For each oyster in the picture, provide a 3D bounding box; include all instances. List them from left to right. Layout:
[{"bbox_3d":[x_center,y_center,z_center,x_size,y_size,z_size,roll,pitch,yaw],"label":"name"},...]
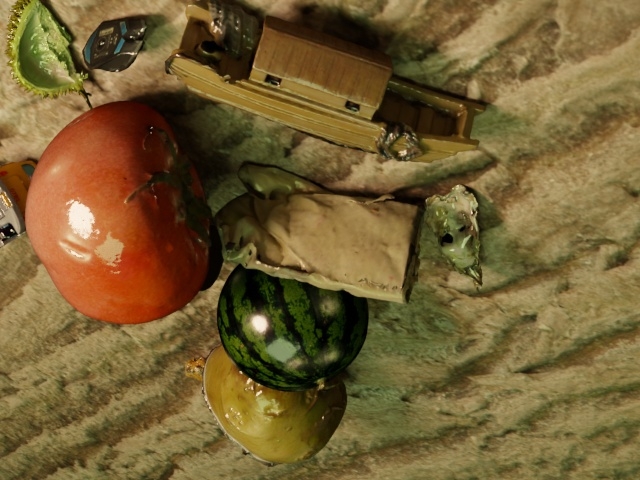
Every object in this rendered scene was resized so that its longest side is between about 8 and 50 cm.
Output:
[{"bbox_3d":[0.216,-0.010,1.911,0.106,0.061,0.200,2,132,1],"label":"oyster"}]

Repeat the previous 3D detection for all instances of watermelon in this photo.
[{"bbox_3d":[-0.048,0.132,2.040,0.269,0.269,0.269,11,144,8],"label":"watermelon"}]

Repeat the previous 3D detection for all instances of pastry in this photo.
[{"bbox_3d":[-0.205,0.269,2.446,0.140,0.056,0.080,-6,149,26],"label":"pastry"}]

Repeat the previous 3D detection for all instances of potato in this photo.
[{"bbox_3d":[-0.055,0.286,2.252,0.299,0.246,0.196,29,146,-25],"label":"potato"}]

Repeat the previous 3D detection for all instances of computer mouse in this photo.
[{"bbox_3d":[-0.292,-0.282,1.740,0.135,0.079,0.047,-8,157,42],"label":"computer mouse"}]

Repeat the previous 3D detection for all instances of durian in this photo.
[{"bbox_3d":[-0.419,-0.274,1.803,0.100,0.086,0.215,-9,136,12],"label":"durian"}]

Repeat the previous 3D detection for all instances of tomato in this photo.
[{"bbox_3d":[-0.318,-0.035,1.838,0.272,0.341,0.341,-16,136,10],"label":"tomato"}]

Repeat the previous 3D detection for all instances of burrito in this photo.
[{"bbox_3d":[0.001,-0.002,1.901,0.331,0.190,0.135,13,156,11],"label":"burrito"}]

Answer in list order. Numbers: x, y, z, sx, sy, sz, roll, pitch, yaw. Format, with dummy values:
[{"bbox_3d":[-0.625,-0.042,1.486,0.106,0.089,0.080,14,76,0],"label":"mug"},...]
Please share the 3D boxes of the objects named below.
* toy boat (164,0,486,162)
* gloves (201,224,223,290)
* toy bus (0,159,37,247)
[{"bbox_3d":[0.013,-0.223,1.657,0.445,0.136,0.162,19,149,-10],"label":"toy boat"},{"bbox_3d":[-0.327,0.003,2.130,0.294,0.116,0.133,11,117,23],"label":"gloves"},{"bbox_3d":[-0.559,-0.059,2.086,0.209,0.136,0.126,-24,98,43],"label":"toy bus"}]
